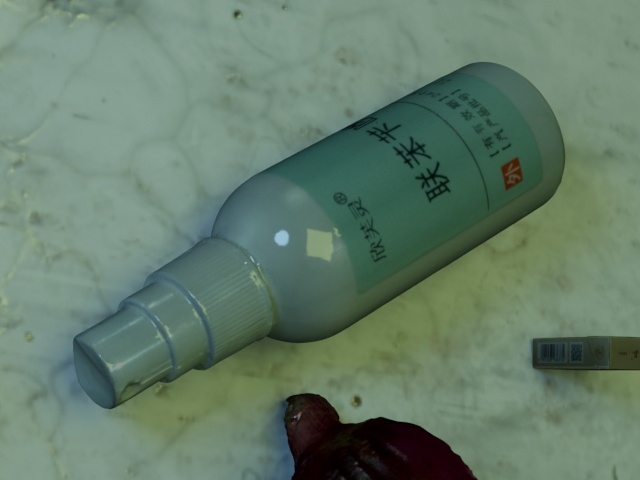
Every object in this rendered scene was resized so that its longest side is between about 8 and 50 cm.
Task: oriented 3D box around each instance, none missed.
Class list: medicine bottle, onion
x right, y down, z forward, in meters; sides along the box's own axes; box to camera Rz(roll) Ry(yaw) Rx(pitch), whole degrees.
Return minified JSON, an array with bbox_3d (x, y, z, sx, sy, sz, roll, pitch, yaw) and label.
[{"bbox_3d":[0.000,0.000,0.965,0.351,0.110,0.110,-30,94,-32],"label":"medicine bottle"},{"bbox_3d":[0.021,0.176,0.927,0.135,0.173,0.198,-34,53,-22],"label":"onion"}]

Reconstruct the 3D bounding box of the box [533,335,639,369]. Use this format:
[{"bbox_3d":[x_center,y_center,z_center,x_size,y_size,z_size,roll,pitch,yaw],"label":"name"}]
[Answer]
[{"bbox_3d":[0.192,0.078,1.076,0.053,0.083,0.024,4,82,-31],"label":"box"}]
